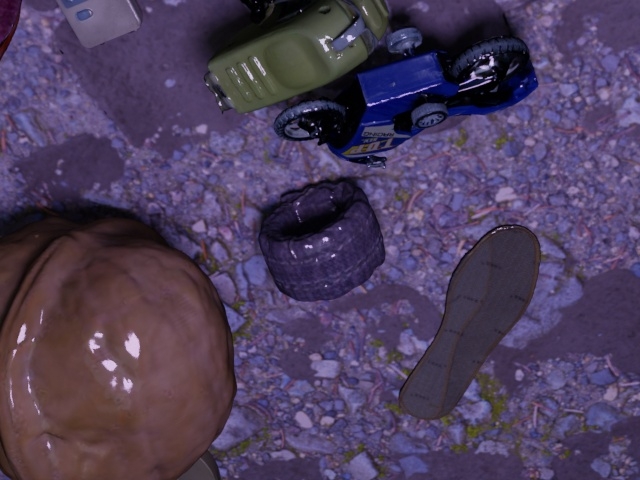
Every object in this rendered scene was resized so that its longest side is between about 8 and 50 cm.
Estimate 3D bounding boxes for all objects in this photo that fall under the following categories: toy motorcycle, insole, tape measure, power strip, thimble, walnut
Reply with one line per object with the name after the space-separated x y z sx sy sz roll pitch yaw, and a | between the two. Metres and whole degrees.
0.102 -0.161 1.536 0.315 0.113 0.169 -17 161 1 | toy motorcycle
0.203 0.119 1.790 0.119 0.009 0.348 19 121 -13 | insole
-0.012 -0.233 1.459 0.200 0.175 0.106 -17 118 38 | tape measure
-0.275 -0.309 1.492 0.081 0.035 0.192 -19 121 12 | power strip
0.002 0.000 1.632 0.150 0.150 0.097 -18 120 11 | thimble
-0.276 0.147 1.628 0.381 0.381 0.381 0 123 0 | walnut

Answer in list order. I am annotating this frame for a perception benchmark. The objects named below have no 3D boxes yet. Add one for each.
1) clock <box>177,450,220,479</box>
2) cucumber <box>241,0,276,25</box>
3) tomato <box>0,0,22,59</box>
-0.265 0.362 1.943 0.235 0.029 0.235 1 124 2 | clock
-0.151 -0.361 1.409 0.303 0.072 0.081 43 84 -4 | cucumber
-0.473 -0.216 1.406 0.290 0.335 0.176 27 155 7 | tomato
